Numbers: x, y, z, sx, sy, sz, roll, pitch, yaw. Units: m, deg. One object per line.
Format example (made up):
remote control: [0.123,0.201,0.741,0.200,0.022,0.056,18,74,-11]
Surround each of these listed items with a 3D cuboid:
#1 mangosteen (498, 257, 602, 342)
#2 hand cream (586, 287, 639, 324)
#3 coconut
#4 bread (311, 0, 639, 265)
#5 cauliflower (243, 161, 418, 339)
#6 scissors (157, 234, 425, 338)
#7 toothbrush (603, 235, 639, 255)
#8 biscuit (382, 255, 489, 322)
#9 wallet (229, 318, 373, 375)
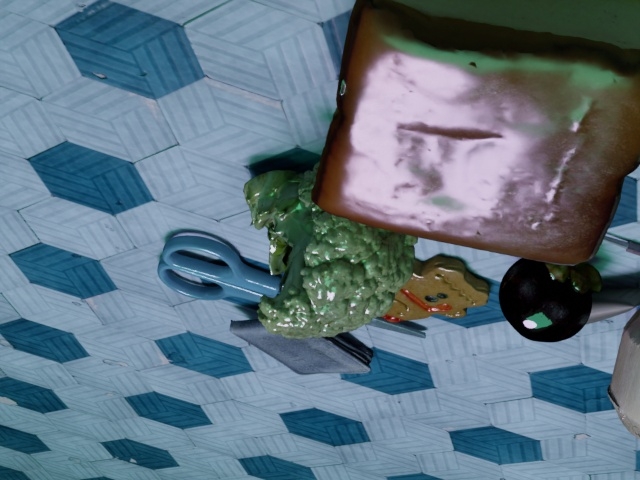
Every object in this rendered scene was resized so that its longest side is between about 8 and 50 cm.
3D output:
mangosteen: [0.320,0.066,1.709,0.137,0.137,0.151,28,116,-23]
hand cream: [0.392,0.094,1.776,0.186,0.087,0.054,-14,96,43]
coconut: [0.512,0.172,1.712,0.224,0.224,0.234,19,111,-8]
bread: [0.173,-0.137,1.335,0.333,0.143,0.323,12,140,2]
cauliflower: [0.000,0.000,1.680,0.250,0.275,0.272,44,-163,21]
scissors: [-0.041,0.091,1.999,0.447,0.029,0.192,17,152,-6]
toothbrush: [0.429,0.015,1.667,0.194,0.014,0.017,17,151,-5]
biscuit: [0.145,0.081,1.892,0.225,0.036,0.166,-13,143,40]
wallet: [-0.028,0.180,2.121,0.167,0.036,0.222,-6,153,35]
